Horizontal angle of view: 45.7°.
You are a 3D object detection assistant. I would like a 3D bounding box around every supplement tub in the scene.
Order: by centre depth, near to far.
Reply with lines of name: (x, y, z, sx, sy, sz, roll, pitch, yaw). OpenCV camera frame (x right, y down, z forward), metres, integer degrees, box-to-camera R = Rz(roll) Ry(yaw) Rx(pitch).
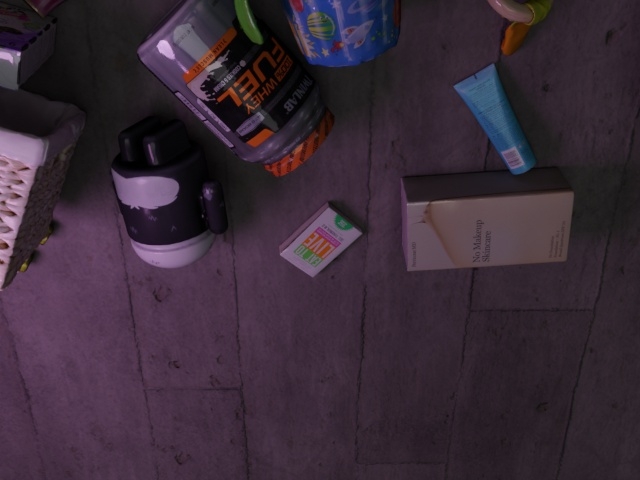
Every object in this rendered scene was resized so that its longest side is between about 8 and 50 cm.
supplement tub: (-0.134, -0.268, 1.278, 0.193, 0.194, 0.316, -38, 114, 20)

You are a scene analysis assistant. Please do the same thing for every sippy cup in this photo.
sippy cup: (0.028, -0.403, 1.185, 0.305, 0.240, 0.224, -7, 127, 10)

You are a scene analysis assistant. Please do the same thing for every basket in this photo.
basket: (-0.597, -0.121, 1.250, 0.331, 0.328, 0.267, 16, 105, -11)

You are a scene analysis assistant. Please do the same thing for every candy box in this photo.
candy box: (-0.540, -0.327, 1.236, 0.164, 0.196, 0.070, 13, 120, -8)

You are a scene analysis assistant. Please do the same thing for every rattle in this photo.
rattle: (0.288, -0.428, 1.283, 0.199, 0.143, 0.130, 32, 84, -1)

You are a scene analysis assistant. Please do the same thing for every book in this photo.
book: (0.000, 0.000, 1.534, 0.096, 0.035, 0.144, 37, 112, -24)

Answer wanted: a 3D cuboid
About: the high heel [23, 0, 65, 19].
high heel: (-0.494, -0.486, 1.228, 0.117, 0.082, 0.244, -46, 100, -8)

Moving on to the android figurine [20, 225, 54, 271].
android figurine: (-0.670, -0.050, 1.480, 0.272, 0.056, 0.248, 32, 115, -19)

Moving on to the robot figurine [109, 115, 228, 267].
robot figurine: (-0.283, -0.084, 1.401, 0.173, 0.209, 0.278, -16, 121, -16)

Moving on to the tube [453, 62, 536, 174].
tube: (0.329, -0.218, 1.399, 0.080, 0.052, 0.207, -31, 111, 11)

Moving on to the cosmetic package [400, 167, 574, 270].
cosmetic package: (0.314, -0.041, 1.464, 0.309, 0.113, 0.160, -5, 121, 1)
